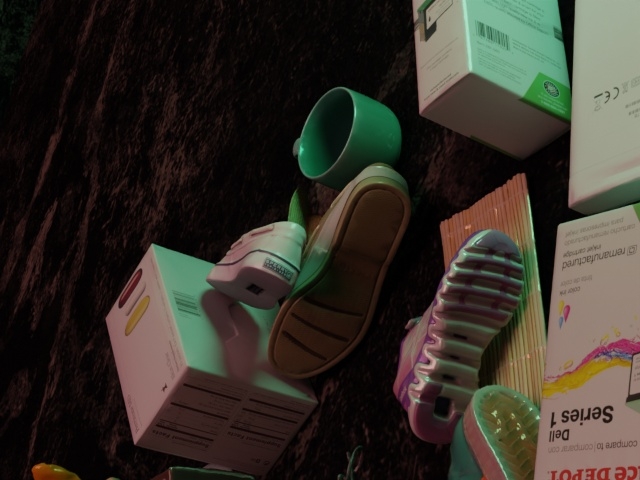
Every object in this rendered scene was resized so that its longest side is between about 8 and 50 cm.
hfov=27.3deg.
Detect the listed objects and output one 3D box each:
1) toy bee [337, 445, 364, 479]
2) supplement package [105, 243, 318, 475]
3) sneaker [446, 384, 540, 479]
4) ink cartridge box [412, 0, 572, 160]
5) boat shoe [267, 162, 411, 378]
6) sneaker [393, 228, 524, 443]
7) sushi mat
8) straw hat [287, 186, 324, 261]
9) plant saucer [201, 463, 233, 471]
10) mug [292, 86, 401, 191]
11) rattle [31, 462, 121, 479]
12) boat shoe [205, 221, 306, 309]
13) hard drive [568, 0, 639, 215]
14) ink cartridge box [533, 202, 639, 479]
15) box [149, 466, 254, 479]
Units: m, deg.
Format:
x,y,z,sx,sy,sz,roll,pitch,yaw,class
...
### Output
x,y,z,sx,sy,sz,roll,pitch,yaw,class
-0.058,0.380,1.540,0.195,0.162,0.298,71,-146,-64,toy bee
-0.153,0.160,1.782,0.145,0.204,0.262,-56,33,23,supplement package
0.188,0.287,1.258,0.302,0.108,0.121,-100,25,-48,sneaker
0.193,-0.224,1.497,0.092,0.160,0.219,-37,42,43,ink cartridge box
0.028,0.040,1.675,0.302,0.113,0.103,-59,11,22,boat shoe
0.138,0.096,1.429,0.104,0.095,0.236,26,96,67,sneaker
0.191,0.087,1.453,0.151,0.019,0.316,-36,44,42,sushi mat
0.000,0.000,1.767,0.061,0.144,0.144,1,67,14,straw hat
-0.177,0.402,1.842,0.195,0.037,0.195,-35,44,43,plant saucer
0.041,-0.131,1.748,0.129,0.097,0.158,-62,30,14,mug
-0.380,0.456,2.046,0.130,0.143,0.200,-17,50,32,rattle
-0.073,0.030,1.685,0.084,0.095,0.258,-64,17,-16,boat shoe
0.353,-0.221,1.348,0.233,0.047,0.353,-24,53,51,hard drive
0.303,0.112,1.156,0.201,0.117,0.278,-18,58,54,ink cartridge box
-0.174,0.495,1.645,0.191,0.143,0.381,-35,53,42,box
